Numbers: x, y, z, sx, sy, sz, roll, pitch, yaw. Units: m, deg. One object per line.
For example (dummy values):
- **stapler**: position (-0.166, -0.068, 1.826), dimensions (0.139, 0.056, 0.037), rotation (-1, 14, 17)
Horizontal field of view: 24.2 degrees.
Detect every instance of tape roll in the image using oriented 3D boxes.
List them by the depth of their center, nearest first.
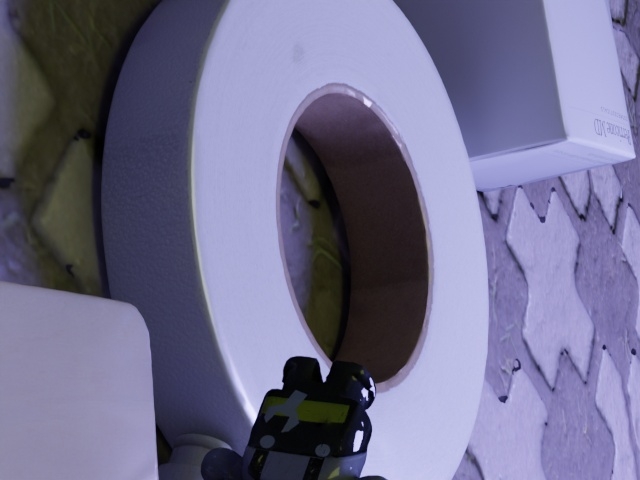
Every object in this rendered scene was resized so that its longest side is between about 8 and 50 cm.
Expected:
- **tape roll**: position (0.000, 0.000, 1.001), dimensions (0.392, 0.072, 0.392), rotation (23, 62, -54)

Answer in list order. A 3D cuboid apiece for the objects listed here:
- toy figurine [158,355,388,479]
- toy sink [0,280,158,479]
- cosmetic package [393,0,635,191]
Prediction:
- **toy figurine**: position (0.000, 0.187, 0.792), dimensions (0.209, 0.213, 0.148), rotation (37, 48, -19)
- **toy sink**: position (-0.190, 0.095, 0.587), dimensions (0.234, 0.131, 0.153), rotation (12, 69, -53)
- **cosmetic package**: position (0.141, -0.236, 1.263), dimensions (0.197, 0.155, 0.366), rotation (1, 78, -63)
